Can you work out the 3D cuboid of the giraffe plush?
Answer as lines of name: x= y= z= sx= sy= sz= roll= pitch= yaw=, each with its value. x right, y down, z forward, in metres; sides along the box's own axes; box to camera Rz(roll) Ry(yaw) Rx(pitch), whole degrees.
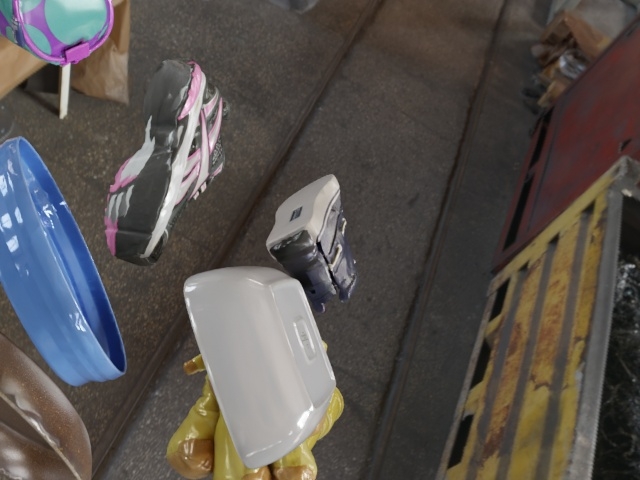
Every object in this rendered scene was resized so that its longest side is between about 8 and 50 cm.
giraffe plush: x=-0.070 y=0.147 z=0.647 sx=0.181 sy=0.171 sz=0.210 roll=2 pitch=46 yaw=-13

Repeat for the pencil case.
pencil case: x=-0.203 y=-0.157 z=0.375 sx=0.151 sy=0.070 sz=0.064 roll=26 pitch=36 yaw=26

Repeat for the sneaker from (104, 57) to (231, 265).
sneaker: x=-0.118 y=-0.060 z=0.519 sx=0.077 sy=0.072 sz=0.178 roll=27 pitch=81 yaw=-53

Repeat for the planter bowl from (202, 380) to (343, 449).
planter bowl: x=-0.076 y=0.276 z=0.891 sx=0.217 sy=0.217 sz=0.090 roll=19 pitch=44 yaw=-13

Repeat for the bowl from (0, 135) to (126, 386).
bowl: x=-0.409 y=0.038 z=0.922 sx=0.077 sy=0.391 sz=0.391 roll=-22 pitch=68 yaw=-14

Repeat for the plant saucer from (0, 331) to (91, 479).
plant saucer: x=-0.334 y=0.139 z=0.572 sx=0.310 sy=0.311 sz=0.050 roll=36 pitch=49 yaw=1

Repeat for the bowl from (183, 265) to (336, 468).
bowl: x=-0.034 y=0.081 z=0.444 sx=0.053 sy=0.142 sz=0.142 roll=-21 pitch=84 yaw=9

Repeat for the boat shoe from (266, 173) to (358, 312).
boat shoe: x=0.000 y=0.000 z=1.108 sx=0.158 sy=0.127 sz=0.340 roll=58 pitch=21 yaw=-16
